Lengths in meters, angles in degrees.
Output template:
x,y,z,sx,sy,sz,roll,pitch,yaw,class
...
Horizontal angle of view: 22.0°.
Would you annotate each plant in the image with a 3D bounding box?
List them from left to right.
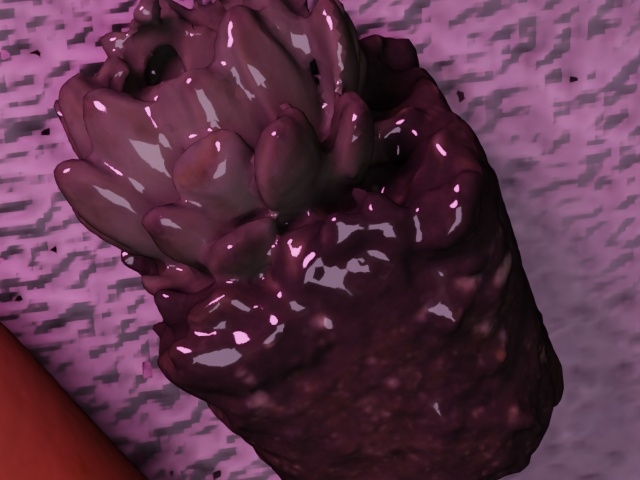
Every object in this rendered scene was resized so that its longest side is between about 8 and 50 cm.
x,y,z,sx,sy,sz,roll,pitch,yaw,class
0.000,0.000,0.561,0.129,0.132,0.194,-33,120,3,plant

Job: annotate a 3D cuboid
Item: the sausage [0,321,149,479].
x,y,z,sx,sy,sz,roll,pitch,yaw,class
-0.097,0.140,0.613,0.121,0.121,0.304,-35,114,7,sausage
